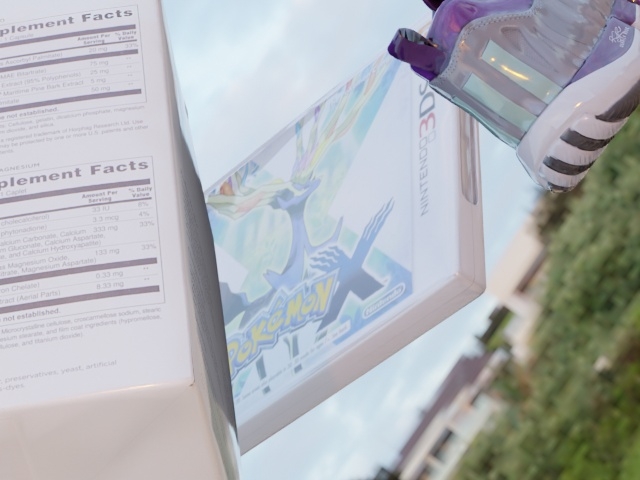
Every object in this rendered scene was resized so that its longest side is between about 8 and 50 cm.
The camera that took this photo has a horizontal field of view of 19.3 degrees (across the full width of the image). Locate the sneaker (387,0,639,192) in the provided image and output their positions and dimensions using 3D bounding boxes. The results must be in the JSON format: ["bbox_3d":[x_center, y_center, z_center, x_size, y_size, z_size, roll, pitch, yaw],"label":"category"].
[{"bbox_3d":[0.097,-0.108,0.793,0.083,0.098,0.223,-56,2,30],"label":"sneaker"}]

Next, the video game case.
[{"bbox_3d":[0.000,0.000,1.480,0.329,0.036,0.300,-37,35,34],"label":"video game case"}]

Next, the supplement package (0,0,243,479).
[{"bbox_3d":[-0.147,0.042,0.875,0.199,0.198,0.262,81,179,-47],"label":"supplement package"}]
